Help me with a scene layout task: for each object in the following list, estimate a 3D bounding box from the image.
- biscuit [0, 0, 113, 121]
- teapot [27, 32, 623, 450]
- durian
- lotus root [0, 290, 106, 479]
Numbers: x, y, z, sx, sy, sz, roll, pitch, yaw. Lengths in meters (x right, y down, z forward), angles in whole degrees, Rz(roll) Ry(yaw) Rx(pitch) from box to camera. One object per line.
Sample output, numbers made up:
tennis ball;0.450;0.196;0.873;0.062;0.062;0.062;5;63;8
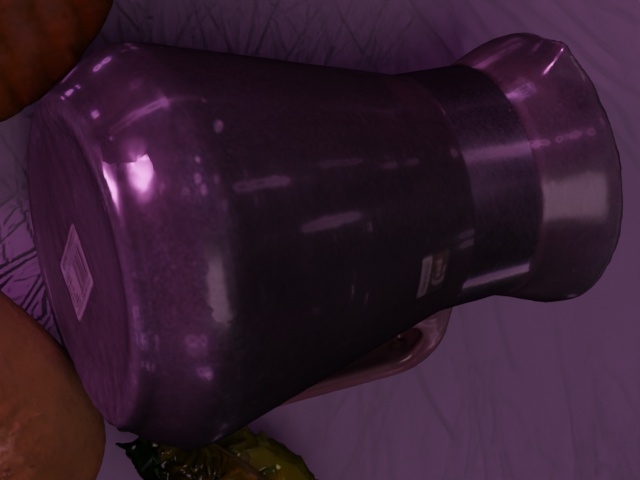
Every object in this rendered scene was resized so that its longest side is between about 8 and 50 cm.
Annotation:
biscuit;-0.261;-0.176;0.691;0.317;0.040;0.318;-13;137;-12
teapot;0.000;0.000;0.834;0.344;0.253;0.300;-11;136;-24
durian;-0.051;0.220;0.999;0.106;0.132;0.375;-25;132;6
lotus root;-0.241;0.103;0.835;0.303;0.146;0.131;57;44;-35
